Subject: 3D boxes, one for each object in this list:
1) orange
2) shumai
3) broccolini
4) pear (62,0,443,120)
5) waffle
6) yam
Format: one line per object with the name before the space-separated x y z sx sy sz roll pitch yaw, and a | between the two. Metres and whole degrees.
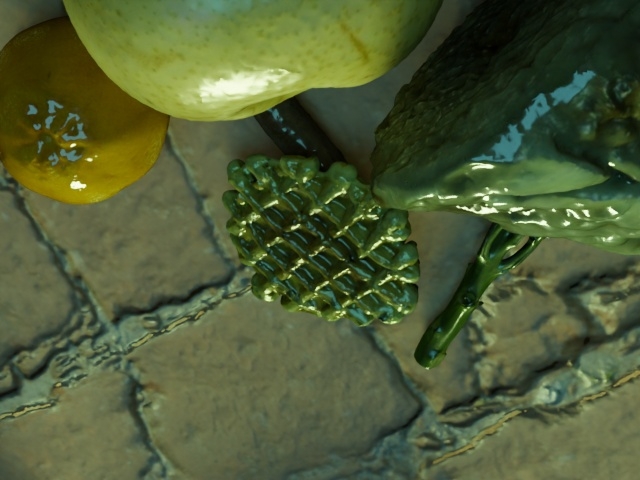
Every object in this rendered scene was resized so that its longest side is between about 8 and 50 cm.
orange | -0.202 -0.105 1.566 0.159 0.136 0.159 4 113 9
shumai | 0.221 -0.069 1.426 0.263 0.304 0.309 43 148 -18
broccolini | 0.148 0.029 1.621 0.067 0.058 0.216 47 129 26
pear | -0.052 -0.237 1.384 0.309 0.309 0.309 4 116 9
waffle | 0.000 0.000 1.602 0.183 0.036 0.169 6 129 27
yam | -0.036 -0.117 1.581 0.327 0.045 0.045 52 146 -16
